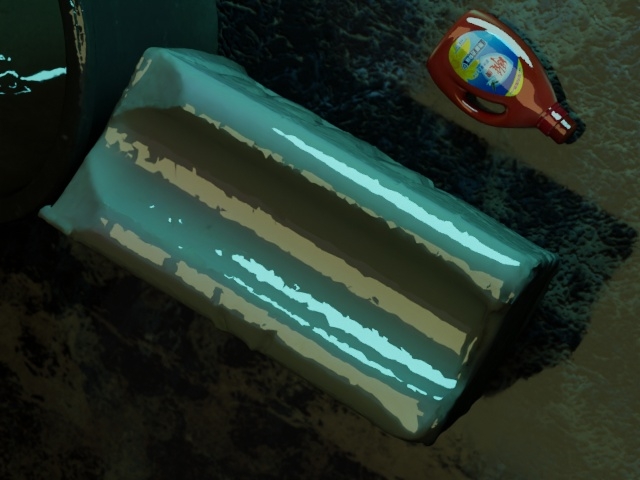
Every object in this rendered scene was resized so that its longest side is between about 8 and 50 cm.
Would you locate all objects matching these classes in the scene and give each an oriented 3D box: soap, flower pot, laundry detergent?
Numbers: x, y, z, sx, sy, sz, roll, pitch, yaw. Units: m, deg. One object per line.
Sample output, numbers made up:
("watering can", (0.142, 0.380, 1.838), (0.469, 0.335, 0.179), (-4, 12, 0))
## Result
("soap", (0.000, 0.000, 1.534), (0.435, 0.350, 0.213), (32, 96, 15))
("flower pot", (-0.269, -0.209, 1.629), (0.379, 0.251, 0.379), (12, 108, 42))
("laundry detergent", (0.191, -0.156, 1.593), (0.165, 0.049, 0.097), (44, 114, 12))
